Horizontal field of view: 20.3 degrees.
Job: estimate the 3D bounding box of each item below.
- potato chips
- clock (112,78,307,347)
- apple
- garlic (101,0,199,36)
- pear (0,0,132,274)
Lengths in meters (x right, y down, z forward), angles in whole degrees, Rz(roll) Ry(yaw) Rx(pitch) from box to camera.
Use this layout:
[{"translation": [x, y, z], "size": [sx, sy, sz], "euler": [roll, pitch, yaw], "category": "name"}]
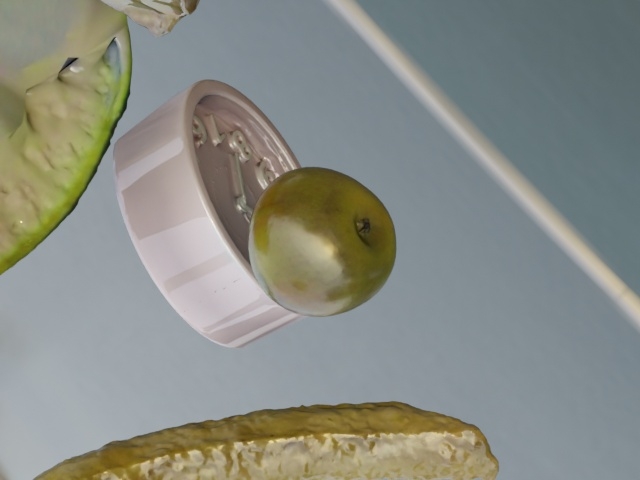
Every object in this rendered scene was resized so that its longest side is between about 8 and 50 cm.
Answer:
[{"translation": [-0.071, 0.173, 1.349], "size": [0.080, 0.407, 0.057], "euler": [-114, 19, -56], "category": "potato chips"}, {"translation": [-0.071, -0.020, 1.350], "size": [0.197, 0.068, 0.197], "euler": [48, -153, -34], "category": "clock"}, {"translation": [0.000, 0.000, 1.044], "size": [0.074, 0.089, 0.089], "euler": [-22, 115, 39], "category": "apple"}, {"translation": [-0.082, -0.167, 0.680], "size": [0.087, 0.101, 0.195], "euler": [14, 163, 22], "category": "garlic"}, {"translation": [-0.327, -0.113, 1.101], "size": [0.399, 0.399, 0.165], "euler": [50, 139, -9], "category": "pear"}]
